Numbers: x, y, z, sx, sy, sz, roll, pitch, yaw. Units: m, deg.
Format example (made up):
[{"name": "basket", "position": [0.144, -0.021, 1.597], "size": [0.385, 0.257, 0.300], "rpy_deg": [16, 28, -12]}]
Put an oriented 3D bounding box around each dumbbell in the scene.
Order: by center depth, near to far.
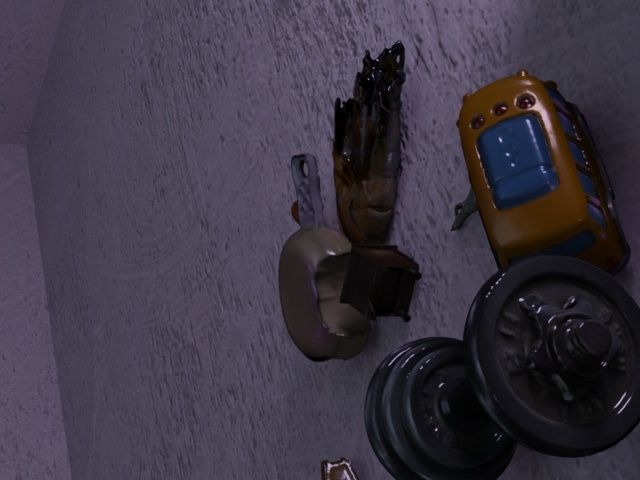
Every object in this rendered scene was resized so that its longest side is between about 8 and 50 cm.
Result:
[{"name": "dumbbell", "position": [0.167, 0.142, 1.053], "size": [0.406, 0.179, 0.179], "rpy_deg": [129, 138, -66]}]

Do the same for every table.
[{"name": "table", "position": [0.080, 0.058, 1.418], "size": [0.082, 0.070, 0.083], "rpy_deg": [38, 119, 54]}]

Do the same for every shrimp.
[{"name": "shrimp", "position": [0.060, -0.134, 1.494], "size": [0.178, 0.075, 0.289], "rpy_deg": [-139, 43, -61]}]

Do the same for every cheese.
[{"name": "cheese", "position": [-0.005, 0.022, 1.515], "size": [0.163, 0.082, 0.286], "rpy_deg": [7, 107, 58]}]

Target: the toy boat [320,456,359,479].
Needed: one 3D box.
[{"name": "toy boat", "position": [0.040, 0.384, 1.476], "size": [0.072, 0.064, 0.206], "rpy_deg": [98, 162, -53]}]

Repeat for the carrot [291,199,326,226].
[{"name": "carrot", "position": [0.000, 0.000, 1.619], "size": [0.190, 0.037, 0.037], "rpy_deg": [60, 138, 47]}]

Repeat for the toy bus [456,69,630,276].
[{"name": "toy bus", "position": [0.205, -0.059, 1.062], "size": [0.126, 0.136, 0.209], "rpy_deg": [-22, 62, 20]}]

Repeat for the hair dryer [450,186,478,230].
[{"name": "hair dryer", "position": [0.202, -0.045, 1.217], "size": [0.167, 0.067, 0.199], "rpy_deg": [55, 145, 43]}]
